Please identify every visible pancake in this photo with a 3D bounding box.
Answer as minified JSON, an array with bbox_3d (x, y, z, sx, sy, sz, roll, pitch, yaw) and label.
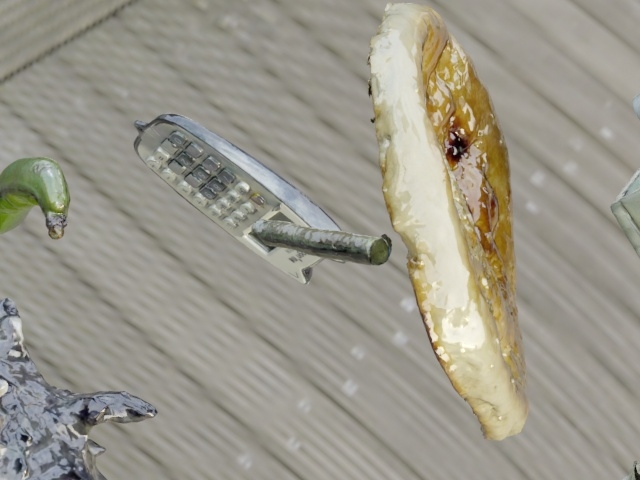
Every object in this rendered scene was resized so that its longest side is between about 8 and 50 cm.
[{"bbox_3d":[0.102,-0.017,1.387,0.356,0.065,0.356,-15,90,-76],"label":"pancake"}]

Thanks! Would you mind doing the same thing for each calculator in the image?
[{"bbox_3d":[-0.094,-0.050,2.032,0.268,0.177,0.040,35,68,-11],"label":"calculator"}]

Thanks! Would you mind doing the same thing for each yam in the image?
[{"bbox_3d":[0.000,0.000,1.531,0.129,0.027,0.033,11,32,39],"label":"yam"}]

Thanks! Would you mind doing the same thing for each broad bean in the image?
[{"bbox_3d":[-0.231,-0.033,1.430,0.046,0.195,0.061,7,89,-26],"label":"broad bean"}]

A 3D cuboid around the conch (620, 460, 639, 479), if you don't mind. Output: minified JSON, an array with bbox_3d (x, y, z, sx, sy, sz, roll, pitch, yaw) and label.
[{"bbox_3d":[0.130,0.242,1.021,0.159,0.291,0.210,29,0,-21],"label":"conch"}]

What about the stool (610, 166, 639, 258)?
[{"bbox_3d":[0.394,-0.045,1.462,0.170,0.243,0.270,58,25,-5],"label":"stool"}]

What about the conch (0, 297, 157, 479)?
[{"bbox_3d":[-0.287,0.146,1.416,0.313,0.186,0.240,16,11,-22],"label":"conch"}]

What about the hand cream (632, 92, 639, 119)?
[{"bbox_3d":[0.405,-0.178,1.523,0.124,0.341,0.078,-13,78,-58],"label":"hand cream"}]
